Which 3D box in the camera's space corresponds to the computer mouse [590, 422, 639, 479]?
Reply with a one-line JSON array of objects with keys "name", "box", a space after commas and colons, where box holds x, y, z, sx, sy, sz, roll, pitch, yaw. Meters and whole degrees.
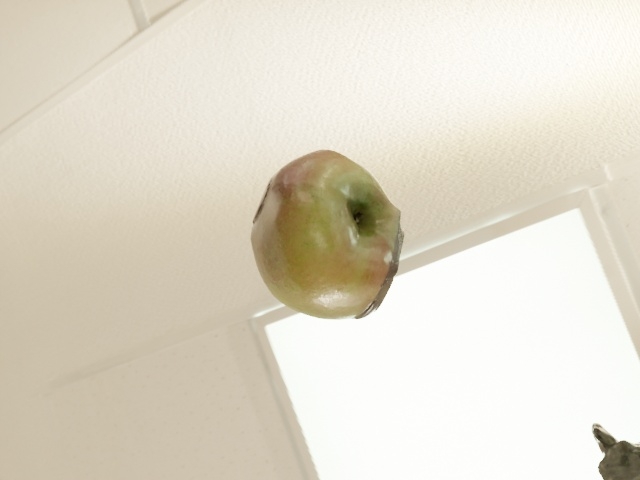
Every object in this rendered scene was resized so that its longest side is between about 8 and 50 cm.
[{"name": "computer mouse", "box": [0.169, 0.154, 0.239, 0.068, 0.229, 0.113, 32, -71, -24]}]

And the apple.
[{"name": "apple", "box": [0.000, 0.000, 0.826, 0.188, 0.174, 0.207, -21, -91, 54]}]
